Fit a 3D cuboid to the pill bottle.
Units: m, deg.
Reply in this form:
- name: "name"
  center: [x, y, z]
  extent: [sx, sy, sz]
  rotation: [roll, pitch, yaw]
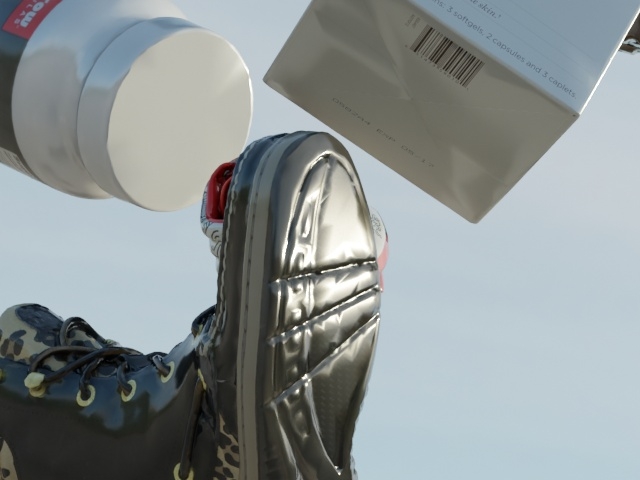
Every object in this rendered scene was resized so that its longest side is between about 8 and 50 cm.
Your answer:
- name: "pill bottle"
  center: [-0.242, -0.159, 1.897]
  extent: [0.363, 0.210, 0.210]
  rotation: [23, -8, 44]

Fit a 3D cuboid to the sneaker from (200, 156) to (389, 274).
- name: "sneaker"
  center: [-0.018, -0.018, 1.594]
  extent: [0.090, 0.270, 0.145]
  rotation: [-10, -68, 21]

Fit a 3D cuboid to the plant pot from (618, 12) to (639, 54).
- name: "plant pot"
  center: [0.419, -0.320, 2.531]
  extent: [0.167, 0.165, 0.167]
  rotation: [14, 0, 0]

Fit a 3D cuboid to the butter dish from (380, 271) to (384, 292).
- name: "butter dish"
  center: [0.000, 0.000, 2.496]
  extent: [0.160, 0.118, 0.160]
  rotation: [56, 12, -19]

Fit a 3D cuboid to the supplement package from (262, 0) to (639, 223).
- name: "supplement package"
  center: [0.126, -0.197, 1.480]
  extent: [0.199, 0.262, 0.198]
  rotation: [34, -29, -3]

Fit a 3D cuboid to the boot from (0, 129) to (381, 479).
- name: "boot"
  center: [-0.109, 0.093, 1.367]
  extent: [0.284, 0.377, 0.138]
  rotation: [14, 24, 33]
